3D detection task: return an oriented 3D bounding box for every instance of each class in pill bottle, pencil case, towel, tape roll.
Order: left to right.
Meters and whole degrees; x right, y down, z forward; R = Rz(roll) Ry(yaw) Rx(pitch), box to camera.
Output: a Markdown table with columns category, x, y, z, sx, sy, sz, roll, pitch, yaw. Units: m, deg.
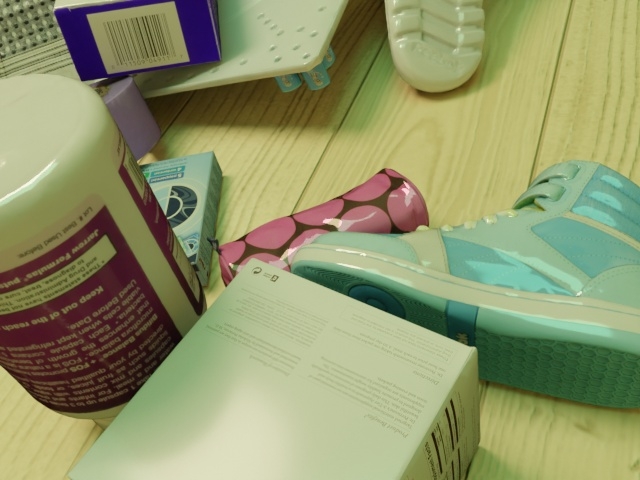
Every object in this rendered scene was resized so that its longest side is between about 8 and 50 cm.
| category | x | y | z | sx | sy | sz | roll | pitch | yaw |
| --- | --- | --- | --- | --- | --- | --- | --- | --- | --- |
| towel | -0.500 | -0.334 | 0.984 | 0.324 | 0.312 | 0.056 | -16 | 11 | 2 |
| tape roll | -0.304 | -0.131 | 0.834 | 0.189 | 0.080 | 0.189 | -19 | 29 | 11 |
| pill bottle | -0.190 | 0.036 | 0.527 | 0.169 | 0.301 | 0.169 | -8 | 46 | 8 |
| pencil case | 0.000 | 0.000 | 0.659 | 0.209 | 0.095 | 0.098 | -23 | 31 | -9 |

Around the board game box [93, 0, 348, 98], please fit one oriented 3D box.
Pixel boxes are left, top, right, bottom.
| category | x | y | z | sx | sy | sz | roll | pitch | yaw |
| --- | --- | --- | --- | --- | --- | --- | --- | --- | --- |
| board game box | -0.110 | -0.338 | 0.962 | 0.390 | 0.050 | 0.390 | -1 | 52 | 30 |

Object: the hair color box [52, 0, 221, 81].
| category | x | y | z | sx | sy | sz | roll | pitch | yaw |
| --- | --- | --- | --- | --- | --- | --- | --- | --- | --- |
| hair color box | -0.241 | -0.363 | 0.914 | 0.185 | 0.110 | 0.339 | -9 | 44 | -3 |

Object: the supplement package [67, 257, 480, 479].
| category | x | y | z | sx | sy | sz | roll | pitch | yaw |
| --- | --- | --- | --- | --- | --- | --- | --- | --- | --- |
| supplement package | -0.017 | 0.156 | 0.473 | 0.194 | 0.149 | 0.203 | 20 | 56 | 30 |

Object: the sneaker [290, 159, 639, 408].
| category | x | y | z | sx | sy | sz | roll | pitch | yaw |
| --- | --- | --- | --- | --- | --- | --- | --- | --- | --- |
| sneaker | 0.149 | 0.009 | 0.585 | 0.319 | 0.127 | 0.208 | 15 | 55 | 15 |

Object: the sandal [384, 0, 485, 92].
| category | x | y | z | sx | sy | sz | roll | pitch | yaw |
| --- | --- | --- | --- | --- | --- | --- | --- | --- | --- |
| sandal | 0.142 | -0.392 | 0.887 | 0.169 | 0.102 | 0.416 | 9 | 79 | -8 |

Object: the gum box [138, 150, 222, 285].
| category | x | y | z | sx | sy | sz | roll | pitch | yaw |
| --- | --- | --- | --- | --- | --- | --- | --- | --- | --- |
| gum box | -0.200 | -0.018 | 0.762 | 0.157 | 0.041 | 0.184 | -10 | 45 | 8 |
